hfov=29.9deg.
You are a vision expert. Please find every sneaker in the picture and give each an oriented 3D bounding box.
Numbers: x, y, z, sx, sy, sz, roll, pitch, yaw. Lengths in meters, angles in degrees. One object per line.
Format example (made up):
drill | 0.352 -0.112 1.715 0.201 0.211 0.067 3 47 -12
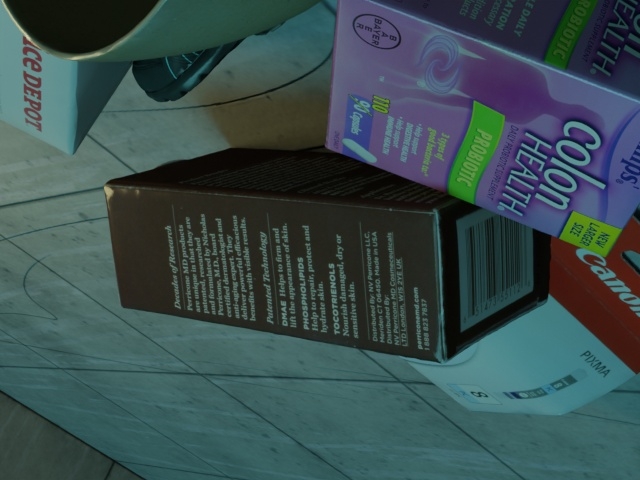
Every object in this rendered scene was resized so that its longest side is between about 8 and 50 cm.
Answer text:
sneaker | -0.092 -0.202 0.976 0.106 0.101 0.267 45 144 -15

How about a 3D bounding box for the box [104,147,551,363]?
box | 0.000 0.000 1.116 0.381 0.191 0.143 8 109 37

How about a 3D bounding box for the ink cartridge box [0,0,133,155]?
ink cartridge box | -0.329 -0.263 0.966 0.385 0.160 0.279 26 156 -3

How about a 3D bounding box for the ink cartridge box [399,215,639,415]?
ink cartridge box | 0.217 0.083 1.252 0.308 0.091 0.385 40 153 -31

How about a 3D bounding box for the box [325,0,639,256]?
box | 0.138 -0.120 0.869 0.243 0.117 0.213 21 156 7

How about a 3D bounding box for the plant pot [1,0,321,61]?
plant pot | -0.048 -0.236 0.675 0.191 0.284 0.284 0 176 -40
